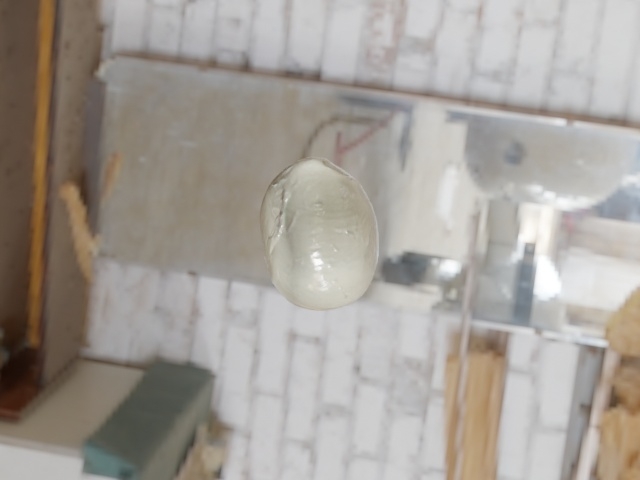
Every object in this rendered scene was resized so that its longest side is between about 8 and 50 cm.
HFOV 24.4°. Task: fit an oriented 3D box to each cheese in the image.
[{"bbox_3d":[0.000,0.000,1.955,0.198,0.154,0.189,109,-21,-69],"label":"cheese"}]
